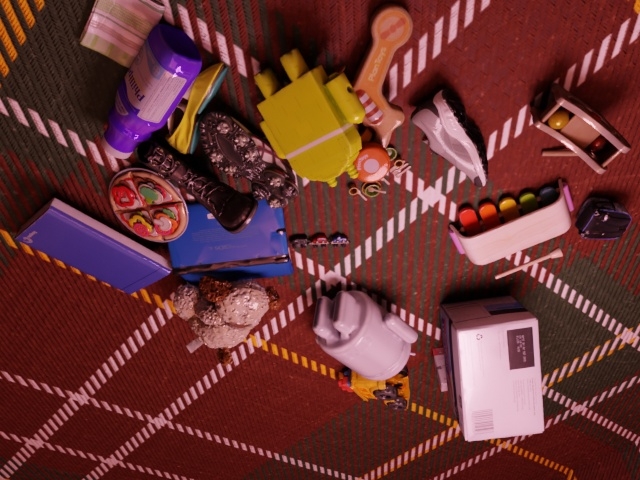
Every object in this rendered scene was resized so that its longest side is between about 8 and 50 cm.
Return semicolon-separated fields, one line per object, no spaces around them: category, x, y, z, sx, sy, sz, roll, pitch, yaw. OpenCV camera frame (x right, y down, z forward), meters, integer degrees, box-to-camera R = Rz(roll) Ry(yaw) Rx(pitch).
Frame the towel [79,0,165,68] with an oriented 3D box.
towel;-0.369;-0.400;1.049;0.113;0.023;0.152;25;127;-26

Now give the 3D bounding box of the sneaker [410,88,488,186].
sneaker;0.298;-0.218;1.265;0.108;0.100;0.271;-20;131;32

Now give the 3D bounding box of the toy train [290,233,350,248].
toy train;0.000;0.000;1.479;0.158;0.027;0.036;-1;123;-5

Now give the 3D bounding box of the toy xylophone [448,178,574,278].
toy xylophone;0.508;-0.019;1.478;0.322;0.081;0.236;-18;133;10

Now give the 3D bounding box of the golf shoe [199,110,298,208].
golf shoe;-0.154;-0.185;1.220;0.105;0.120;0.273;-26;130;24

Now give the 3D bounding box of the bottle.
bottle;-0.340;-0.278;1.104;0.092;0.118;0.283;3;141;-49

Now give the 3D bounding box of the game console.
game console;-0.227;0.007;1.458;0.293;0.173;0.250;-7;103;0

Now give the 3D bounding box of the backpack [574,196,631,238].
backpack;0.732;-0.059;1.463;0.114;0.084;0.105;5;134;-5

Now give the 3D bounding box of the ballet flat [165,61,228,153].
ballet flat;-0.264;-0.275;1.153;0.077;0.077;0.231;28;129;-8

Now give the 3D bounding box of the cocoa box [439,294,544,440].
cocoa box;0.495;0.363;1.655;0.231;0.228;0.347;-8;103;1

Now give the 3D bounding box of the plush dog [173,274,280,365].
plush dog;-0.229;0.184;1.474;0.262;0.211;0.225;10;137;-32

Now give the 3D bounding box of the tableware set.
tableware set;0.133;-0.154;1.345;0.154;0.024;0.104;-35;128;25

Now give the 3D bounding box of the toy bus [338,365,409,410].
toy bus;0.177;0.478;1.893;0.211;0.150;0.220;-13;138;25

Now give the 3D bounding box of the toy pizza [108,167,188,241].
toy pizza;-0.402;-0.075;1.308;0.201;0.032;0.201;9;126;12

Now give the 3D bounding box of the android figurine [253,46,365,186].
android figurine;-0.020;-0.230;1.114;0.248;0.056;0.273;-20;107;45

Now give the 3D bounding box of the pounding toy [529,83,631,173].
pounding toy;0.561;-0.210;1.250;0.269;0.154;0.155;22;128;-25

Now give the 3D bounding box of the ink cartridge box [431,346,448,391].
ink cartridge box;0.429;0.419;1.857;0.099;0.135;0.056;-7;135;1

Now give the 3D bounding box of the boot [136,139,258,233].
boot;-0.272;-0.121;1.194;0.229;0.263;0.091;36;84;-40

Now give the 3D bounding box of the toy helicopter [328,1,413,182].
toy helicopter;0.072;-0.306;1.146;0.234;0.140;0.355;17;119;-10

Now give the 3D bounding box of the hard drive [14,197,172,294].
hard drive;-0.555;0.026;1.394;0.210;0.040;0.318;-24;134;39

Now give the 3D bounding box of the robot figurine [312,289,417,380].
robot figurine;0.128;0.279;1.642;0.299;0.200;0.353;-18;137;39
